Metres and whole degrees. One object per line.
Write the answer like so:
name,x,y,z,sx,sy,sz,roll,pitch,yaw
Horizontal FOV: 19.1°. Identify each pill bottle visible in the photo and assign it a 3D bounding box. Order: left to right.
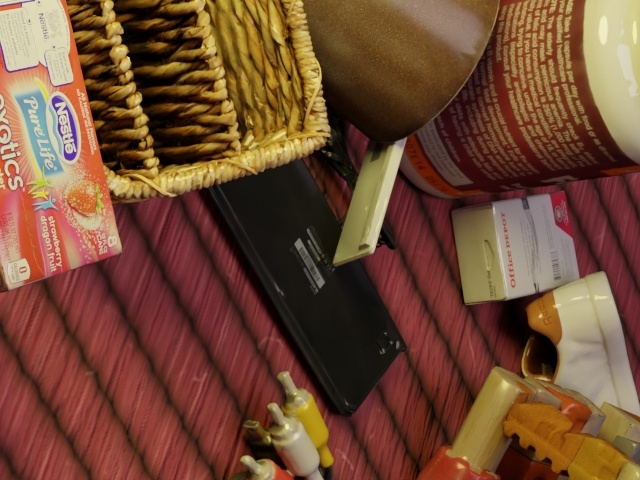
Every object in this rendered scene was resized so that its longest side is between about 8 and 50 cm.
pill bottle,0.269,-0.173,1.972,0.224,0.392,0.224,10,77,-48

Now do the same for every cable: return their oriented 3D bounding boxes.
cable,0.005,0.259,1.841,0.287,0.072,0.139,48,56,-34

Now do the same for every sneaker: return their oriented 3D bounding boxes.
sneaker,0.298,0.151,2.204,0.106,0.123,0.290,-101,172,-47

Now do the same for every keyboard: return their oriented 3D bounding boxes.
keyboard,0.000,0.000,1.910,0.201,0.033,0.317,-49,121,-38
keyboard,0.065,-0.094,1.915,0.014,0.072,0.256,25,66,-19

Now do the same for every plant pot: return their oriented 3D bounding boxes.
plant pot,0.019,-0.243,1.858,0.230,0.215,0.215,30,61,-27

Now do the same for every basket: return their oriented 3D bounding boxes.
basket,-0.161,-0.184,1.591,0.213,0.223,0.299,-24,106,-46

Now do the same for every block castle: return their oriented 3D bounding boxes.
block castle,0.335,0.323,2.027,0.453,0.303,0.213,21,99,-41

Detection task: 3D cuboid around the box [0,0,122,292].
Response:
box,-0.260,-0.092,1.451,0.128,0.122,0.257,-20,100,-49

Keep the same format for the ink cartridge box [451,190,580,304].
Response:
ink cartridge box,0.218,0.008,2.137,0.150,0.063,0.109,-9,91,-49
